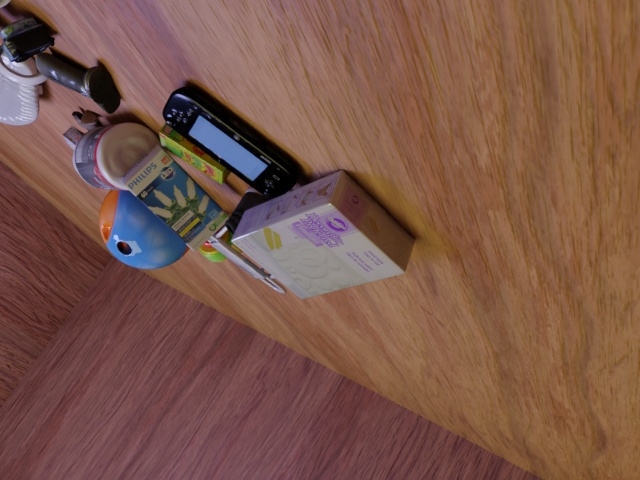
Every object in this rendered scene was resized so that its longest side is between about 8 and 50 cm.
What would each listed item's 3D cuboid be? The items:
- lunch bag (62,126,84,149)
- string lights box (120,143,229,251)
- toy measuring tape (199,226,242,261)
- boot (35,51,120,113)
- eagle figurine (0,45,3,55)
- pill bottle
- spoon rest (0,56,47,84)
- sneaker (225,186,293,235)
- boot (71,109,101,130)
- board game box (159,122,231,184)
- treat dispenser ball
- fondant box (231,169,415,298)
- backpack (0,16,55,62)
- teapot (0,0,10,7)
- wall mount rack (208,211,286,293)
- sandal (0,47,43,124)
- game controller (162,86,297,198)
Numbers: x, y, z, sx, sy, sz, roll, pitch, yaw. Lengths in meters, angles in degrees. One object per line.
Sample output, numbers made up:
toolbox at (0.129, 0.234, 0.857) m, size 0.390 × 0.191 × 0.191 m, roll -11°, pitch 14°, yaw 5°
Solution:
lunch bag at (-0.776, -0.315, 2.282) m, size 0.083 × 0.053 × 0.071 m, roll 39°, pitch 162°, yaw 12°
string lights box at (-0.372, -0.108, 1.833) m, size 0.259 × 0.133 × 0.077 m, roll 47°, pitch 178°, yaw -30°
toy measuring tape at (-0.382, -0.007, 2.327) m, size 0.330 × 0.121 × 0.121 m, roll 21°, pitch 159°, yaw 34°
boot at (-0.595, -0.402, 1.713) m, size 0.208 × 0.076 × 0.189 m, roll 37°, pitch 162°, yaw 10°
eagle figurine at (-0.877, -0.509, 1.567) m, size 0.225 × 0.298 × 0.226 m, roll 4°, pitch 108°, yaw 29°
pill bottle at (-0.568, -0.226, 1.944) m, size 0.176 × 0.176 × 0.318 m, roll 43°, pitch 160°, yaw -30°
spoon rest at (-0.812, -0.489, 1.774) m, size 0.276 × 0.084 × 0.137 m, roll 40°, pitch 152°, yaw -10°
sneaker at (-0.115, -0.041, 1.703) m, size 0.296 × 0.147 × 0.104 m, roll 11°, pitch 151°, yaw 47°
boot at (-0.657, -0.336, 2.044) m, size 0.118 × 0.042 × 0.087 m, roll 23°, pitch 167°, yaw 33°
board game box at (-0.304, -0.215, 1.733) m, size 0.181 × 0.043 × 0.092 m, roll 33°, pitch 163°, yaw 1°
treat dispenser ball at (-0.508, -0.057, 2.113) m, size 0.288 × 0.288 × 0.288 m, roll 30°, pitch 163°, yaw 10°
fondant box at (0.000, 0.000, 1.537) m, size 0.330 × 0.096 × 0.238 m, roll -19°, pitch 129°, yaw 44°
backpack at (-0.682, -0.461, 1.633) m, size 0.114 × 0.105 × 0.084 m, roll 7°, pitch 128°, yaw 60°
teapot at (-0.749, -0.557, 1.354) m, size 0.252 × 0.187 × 0.256 m, roll 56°, pitch -167°, yaw -10°
wall mount rack at (-0.192, 0.009, 2.033) m, size 0.350 × 0.130 × 0.304 m, roll 38°, pitch 166°, yaw -16°
sandal at (-0.868, -0.444, 2.030) m, size 0.169 × 0.102 × 0.416 m, roll 24°, pitch 155°, yaw -24°
game controller at (-0.193, -0.205, 1.525) m, size 0.319 × 0.067 × 0.166 m, roll 36°, pitch 163°, yaw -12°
